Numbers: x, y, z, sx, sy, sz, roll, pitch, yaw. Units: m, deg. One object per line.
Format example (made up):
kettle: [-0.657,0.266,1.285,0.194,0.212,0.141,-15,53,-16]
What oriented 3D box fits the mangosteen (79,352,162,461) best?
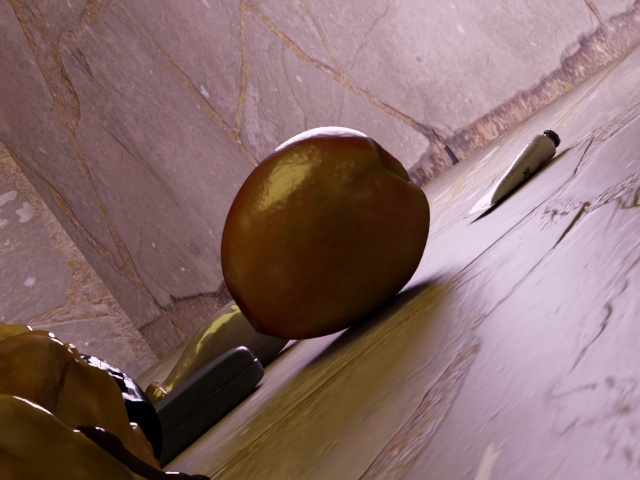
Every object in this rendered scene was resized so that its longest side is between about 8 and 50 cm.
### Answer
mangosteen: [-0.347,0.287,1.610,0.233,0.287,0.287,5,21,22]

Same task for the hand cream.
hand cream: [0.331,-0.112,2.098,0.234,0.050,0.080,-42,6,-27]

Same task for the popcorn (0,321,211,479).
popcorn: [-0.311,0.258,1.296,0.382,0.349,0.349,-5,9,10]

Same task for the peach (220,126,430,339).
peach: [0.000,0.000,1.810,0.332,0.308,0.308,-49,2,3]

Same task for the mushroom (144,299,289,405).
mushroom: [-0.160,0.192,2.133,0.350,0.128,0.128,-41,3,-11]

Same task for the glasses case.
glasses case: [-0.226,0.277,1.875,0.323,0.074,0.131,-37,4,-35]
